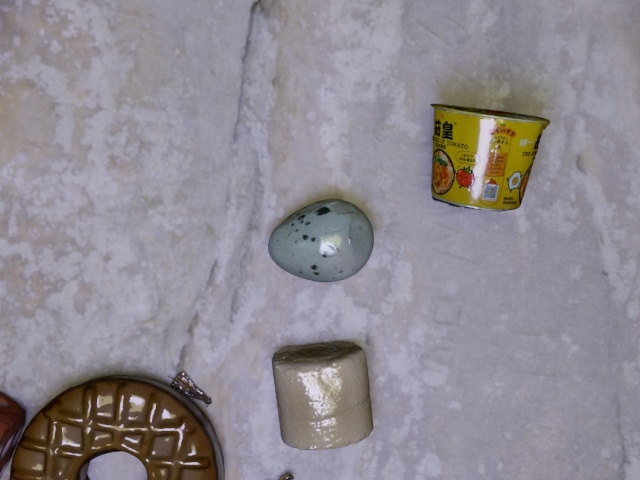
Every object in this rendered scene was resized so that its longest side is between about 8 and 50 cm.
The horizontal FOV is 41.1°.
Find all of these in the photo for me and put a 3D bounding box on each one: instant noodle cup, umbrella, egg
[{"bbox_3d":[0.248,-0.126,1.306,0.182,0.182,0.144,6,102,-5],"label":"instant noodle cup"},{"bbox_3d":[-0.208,0.237,1.362,0.083,0.020,0.031,35,75,-6],"label":"umbrella"},{"bbox_3d":[0.000,0.000,1.310,0.164,0.131,0.131,-5,94,1],"label":"egg"}]

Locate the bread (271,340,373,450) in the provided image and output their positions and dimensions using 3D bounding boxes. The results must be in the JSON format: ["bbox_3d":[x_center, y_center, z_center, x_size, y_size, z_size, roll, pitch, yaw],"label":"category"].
[{"bbox_3d":[0.004,0.237,1.322,0.148,0.134,0.141,-9,95,-17],"label":"bread"}]

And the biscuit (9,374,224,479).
[{"bbox_3d":[-0.311,0.366,1.317,0.331,0.103,0.332,0,94,-4],"label":"biscuit"}]

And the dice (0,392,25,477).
[{"bbox_3d":[-0.556,0.308,1.263,0.179,0.175,0.174,24,91,-9],"label":"dice"}]

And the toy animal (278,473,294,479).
[{"bbox_3d":[-0.085,0.491,1.373,0.099,0.057,0.241,27,89,-12],"label":"toy animal"}]
